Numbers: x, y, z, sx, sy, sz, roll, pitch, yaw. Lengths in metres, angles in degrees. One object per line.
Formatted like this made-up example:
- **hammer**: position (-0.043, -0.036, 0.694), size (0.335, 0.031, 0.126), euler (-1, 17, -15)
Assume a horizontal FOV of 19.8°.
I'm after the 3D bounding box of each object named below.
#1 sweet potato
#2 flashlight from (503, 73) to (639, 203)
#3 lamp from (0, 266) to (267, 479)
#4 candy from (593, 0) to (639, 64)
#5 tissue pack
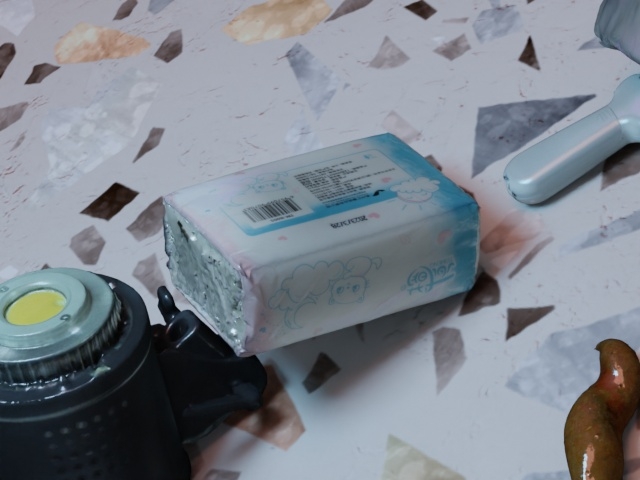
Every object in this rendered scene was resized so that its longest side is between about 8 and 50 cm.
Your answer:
- **sweet potato**: position (0.246, 0.165, 1.610), size (0.055, 0.058, 0.202), euler (-26, 35, 44)
- **flashlight**: position (0.279, -0.099, 1.865), size (0.200, 0.047, 0.093), euler (-32, 37, 8)
- **lamp**: position (-0.258, 0.168, 1.791), size (0.374, 0.272, 0.205), euler (-38, 37, -4)
- **candy**: position (0.378, -0.243, 1.799), size (0.184, 0.137, 0.195), euler (-64, 20, 14)
- **tissue pack**: position (0.001, 0.001, 1.822), size (0.271, 0.124, 0.201), euler (-15, 29, -23)
